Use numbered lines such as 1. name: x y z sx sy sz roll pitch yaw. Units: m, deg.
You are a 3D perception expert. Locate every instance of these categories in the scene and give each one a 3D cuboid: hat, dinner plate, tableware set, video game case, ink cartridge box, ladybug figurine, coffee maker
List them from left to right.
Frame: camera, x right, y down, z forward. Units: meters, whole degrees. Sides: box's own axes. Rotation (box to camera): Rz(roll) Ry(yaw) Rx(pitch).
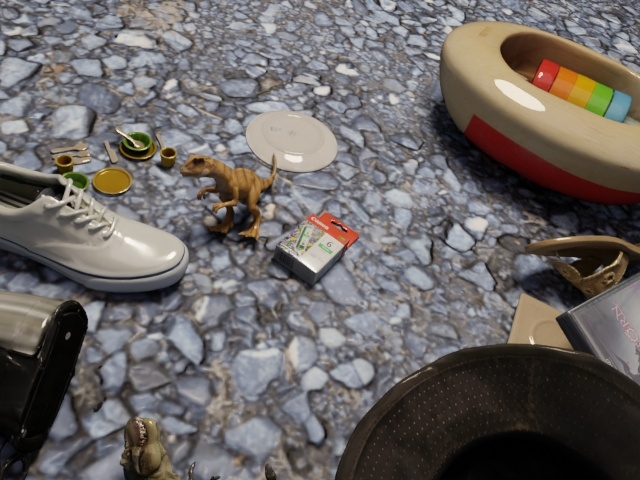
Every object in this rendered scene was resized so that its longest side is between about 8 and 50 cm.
1. coffee maker: -0.315 0.108 0.476 0.178 0.120 0.171 14 49 -3
2. tableware set: -0.265 -0.104 0.739 0.154 0.024 0.104 -14 55 -27
3. dinner plate: -0.041 -0.156 0.856 0.141 0.017 0.141 7 48 -8
4. ink cartridge box: 0.000 0.000 0.722 0.062 0.029 0.115 35 50 15
5. hat: 0.171 0.256 0.463 0.330 0.134 0.332 -4 65 8
6. ladybug figurine: 0.387 -0.192 0.912 0.449 0.162 0.305 31 48 12
7. video game case: 0.408 0.136 0.671 0.274 0.026 0.196 -14 69 -38

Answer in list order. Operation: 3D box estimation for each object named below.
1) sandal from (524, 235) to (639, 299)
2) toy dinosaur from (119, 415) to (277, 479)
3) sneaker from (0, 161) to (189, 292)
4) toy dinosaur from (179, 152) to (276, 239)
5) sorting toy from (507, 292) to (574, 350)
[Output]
1. sandal: 0.381 0.043 0.765 0.239 0.088 0.079 2 75 -29
2. toy dinosaur: -0.072 0.256 0.460 0.118 0.064 0.268 -24 62 -15
3. sneaker: -0.269 -0.016 0.615 0.257 0.091 0.094 15 48 -3
4. toy dinosaur: -0.091 -0.062 0.713 0.064 0.113 0.211 13 6 21
5. sorting toy: 0.301 0.173 0.661 0.192 0.038 0.208 27 44 8
